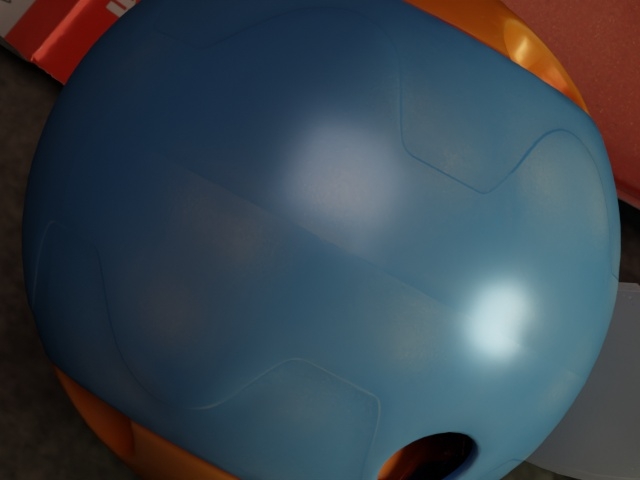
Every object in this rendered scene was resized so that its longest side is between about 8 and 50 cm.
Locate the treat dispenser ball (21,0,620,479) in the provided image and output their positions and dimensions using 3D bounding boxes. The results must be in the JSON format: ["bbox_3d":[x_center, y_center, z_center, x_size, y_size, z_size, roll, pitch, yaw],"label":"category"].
[{"bbox_3d":[0.000,0.000,0.858,0.288,0.288,0.288,3,66,-7],"label":"treat dispenser ball"}]

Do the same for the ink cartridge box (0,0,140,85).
[{"bbox_3d":[-0.144,-0.201,1.013,0.232,0.066,0.189,35,81,18],"label":"ink cartridge box"}]

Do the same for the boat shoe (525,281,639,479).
[{"bbox_3d":[0.236,0.074,0.963,0.306,0.105,0.113,-10,78,13],"label":"boat shoe"}]

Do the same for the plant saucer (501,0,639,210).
[{"bbox_3d":[0.159,-0.162,1.047,0.259,0.048,0.258,27,75,-9],"label":"plant saucer"}]
